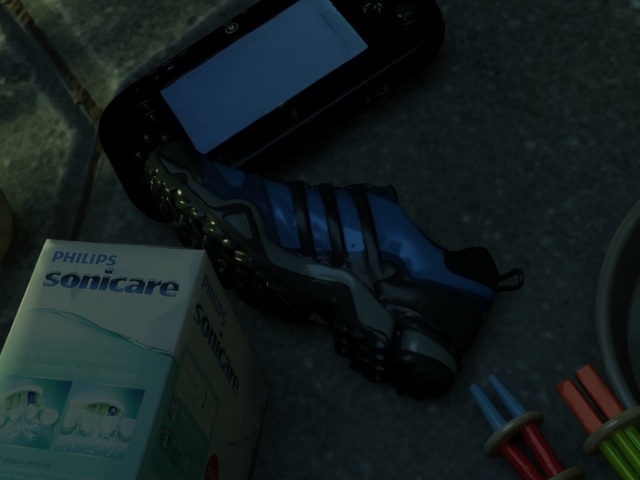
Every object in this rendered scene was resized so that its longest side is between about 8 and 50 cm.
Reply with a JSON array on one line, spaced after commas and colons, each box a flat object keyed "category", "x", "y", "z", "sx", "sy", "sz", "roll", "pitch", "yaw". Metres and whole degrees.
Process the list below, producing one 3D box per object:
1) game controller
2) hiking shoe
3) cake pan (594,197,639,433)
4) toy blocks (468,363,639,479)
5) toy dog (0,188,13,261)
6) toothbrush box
[{"category": "game controller", "x": -0.048, "y": -0.146, "z": 0.974, "sx": 0.319, "sy": 0.067, "sz": 0.166, "roll": -33, "pitch": 61, "yaw": -2}, {"category": "hiking shoe", "x": 0.000, "y": 0.000, "z": 0.868, "sx": 0.304, "sy": 0.113, "sz": 0.132, "roll": 34, "pitch": 67, "yaw": 10}, {"category": "cake pan", "x": 0.347, "y": 0.060, "z": 0.771, "sx": 0.293, "sy": 0.054, "sz": 0.293, "roll": -6, "pitch": 64, "yaw": 13}, {"category": "toy blocks", "x": 0.171, "y": 0.138, "z": 0.758, "sx": 0.148, "sy": 0.054, "sz": 0.123, "roll": 55, "pitch": 130, "yaw": 28}, {"category": "toy dog", "x": -0.422, "y": -0.066, "z": 0.995, "sx": 0.161, "sy": 0.220, "sz": 0.334, "roll": -44, "pitch": 48, "yaw": 29}, {"category": "toothbrush box", "x": -0.143, "y": 0.179, "z": 0.737, "sx": 0.126, "sy": 0.216, "sz": 0.296, "roll": 3, "pitch": 56, "yaw": 14}]
